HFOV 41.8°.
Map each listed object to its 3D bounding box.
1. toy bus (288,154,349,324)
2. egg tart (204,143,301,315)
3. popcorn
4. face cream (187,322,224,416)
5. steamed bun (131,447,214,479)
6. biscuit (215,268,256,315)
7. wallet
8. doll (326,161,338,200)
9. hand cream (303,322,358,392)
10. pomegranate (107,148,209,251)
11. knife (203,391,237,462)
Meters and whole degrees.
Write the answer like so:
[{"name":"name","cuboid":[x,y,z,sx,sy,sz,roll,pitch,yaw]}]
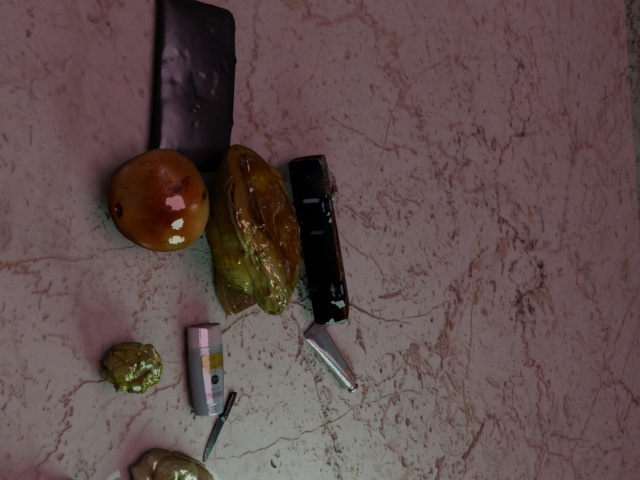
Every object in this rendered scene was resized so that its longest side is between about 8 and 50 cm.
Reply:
[{"name":"toy bus","cuboid":[0.000,0.000,1.992,0.092,0.093,0.408,-62,145,-71]},{"name":"egg tart","cuboid":[-0.149,-0.029,1.805,0.339,0.153,0.351,-81,151,-55]},{"name":"popcorn","cuboid":[-0.374,0.259,1.693,0.120,0.106,0.116,55,48,-27]},{"name":"face cream","cuboid":[-0.248,0.281,1.834,0.084,0.057,0.198,-7,96,-42]},{"name":"steamed bun","cuboid":[-0.313,0.528,1.750,0.192,0.106,0.177,41,63,-32]},{"name":"biscuit","cuboid":[-0.173,0.067,1.914,0.142,0.029,0.220,34,67,-36]},{"name":"wallet","cuboid":[-0.271,-0.339,1.808,0.197,0.051,0.377,4,88,-38]},{"name":"doll","cuboid":[0.013,-0.130,2.038,0.073,0.084,0.127,-1,100,-44]},{"name":"hand cream","cuboid":[0.032,0.294,2.094,0.067,0.043,0.209,-46,114,-31]},{"name":"pomegranate","cuboid":[-0.324,-0.075,1.675,0.209,0.209,0.209,-1,91,-41]},{"name":"knife","cuboid":[-0.228,0.418,1.886,0.023,0.010,0.170,35,70,-36]}]
